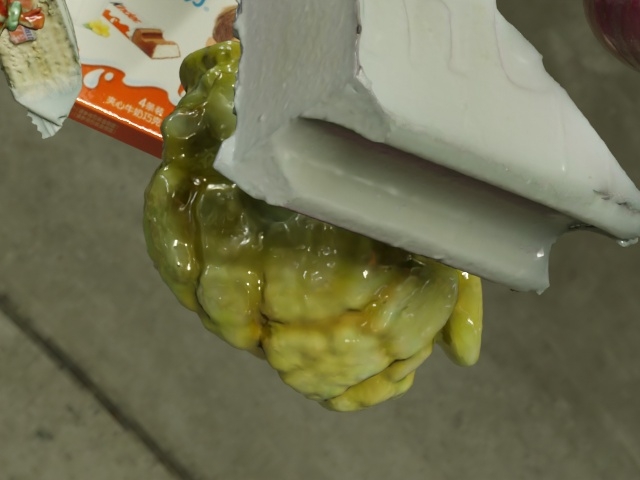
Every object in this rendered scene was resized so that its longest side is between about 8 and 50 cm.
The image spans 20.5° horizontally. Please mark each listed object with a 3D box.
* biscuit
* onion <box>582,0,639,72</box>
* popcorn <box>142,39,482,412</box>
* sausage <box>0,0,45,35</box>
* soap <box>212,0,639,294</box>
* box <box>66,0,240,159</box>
[{"bbox_3d":[-0.277,-0.259,1.532,0.186,0.079,0.309,-116,-173,-47],"label":"biscuit"},{"bbox_3d":[0.488,-0.265,2.089,0.347,0.348,0.285,-47,132,-57],"label":"onion"},{"bbox_3d":[-0.013,0.001,1.600,0.294,0.292,0.334,-6,50,-7],"label":"popcorn"},{"bbox_3d":[-0.279,-0.145,0.953,0.264,0.083,0.083,10,45,-13],"label":"sausage"},{"bbox_3d":[0.085,-0.126,1.359,0.302,0.159,0.257,22,49,-32],"label":"soap"},{"bbox_3d":[-0.165,-0.218,1.940,0.273,0.048,0.265,23,60,-12],"label":"box"}]
